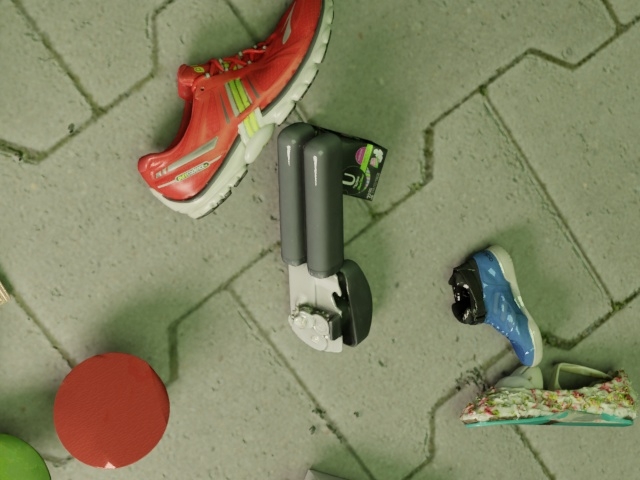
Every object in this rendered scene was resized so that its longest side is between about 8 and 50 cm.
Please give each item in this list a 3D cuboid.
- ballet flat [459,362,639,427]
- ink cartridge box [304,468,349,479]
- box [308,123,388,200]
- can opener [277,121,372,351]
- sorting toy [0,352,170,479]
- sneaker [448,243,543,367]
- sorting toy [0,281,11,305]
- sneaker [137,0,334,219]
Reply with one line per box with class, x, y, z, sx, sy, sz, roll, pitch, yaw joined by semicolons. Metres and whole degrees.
ballet flat;0.270;0.184;1.723;0.241;0.091;0.077;3;78;-25
ink cartridge box;0.022;0.331;1.674;0.180;0.060;0.104;20;97;-23
box;0.020;-0.085;1.575;0.083;0.052;0.062;14;99;-21
can opener;0.000;0.000;1.552;0.093;0.074;0.280;-37;136;-37
sorting toy;-0.308;0.260;1.524;0.365;0.126;0.127;-35;73;-4
sneaker;0.197;0.089;1.675;0.084;0.058;0.152;-26;106;-18
sorting toy;-0.365;0.042;1.492;0.062;0.012;0.083;-30;114;-5
sneaker;-0.088;-0.157;1.496;0.118;0.107;0.279;35;87;-12
